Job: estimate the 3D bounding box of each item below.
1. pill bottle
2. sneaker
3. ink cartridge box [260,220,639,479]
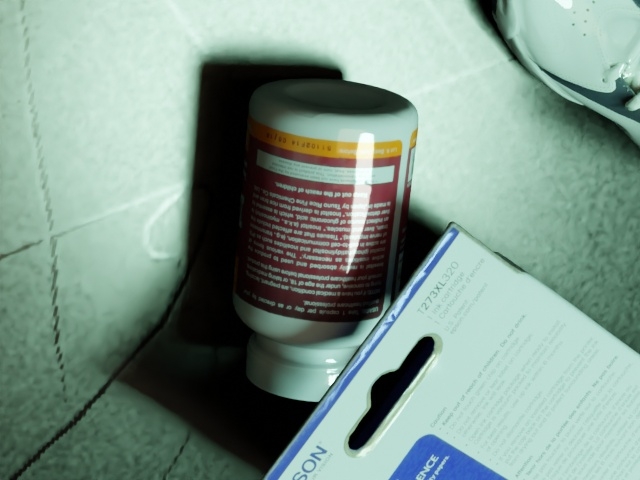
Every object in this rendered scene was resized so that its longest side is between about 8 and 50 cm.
[{"bbox_3d":[0.000,0.000,0.965,0.086,0.086,0.152,-2,109,-23],"label":"pill bottle"},{"bbox_3d":[0.200,-0.073,0.989,0.094,0.153,0.235,-46,120,-3],"label":"sneaker"},{"bbox_3d":[0.118,0.130,1.047,0.371,0.069,0.175,34,93,-41],"label":"ink cartridge box"}]
